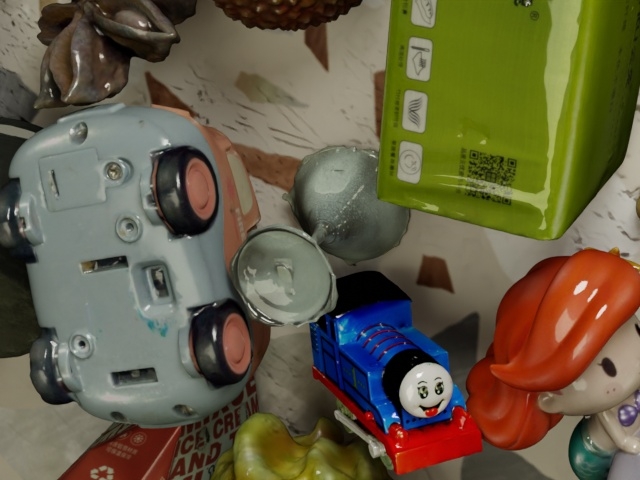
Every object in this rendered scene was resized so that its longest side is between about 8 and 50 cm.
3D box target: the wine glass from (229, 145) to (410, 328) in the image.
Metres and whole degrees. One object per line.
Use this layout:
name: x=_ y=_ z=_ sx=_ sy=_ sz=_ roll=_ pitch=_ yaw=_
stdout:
wine glass: x=0.000 y=0.000 z=1.151 sx=0.122 sy=0.183 sz=0.122 roll=8 pitch=116 yaw=17

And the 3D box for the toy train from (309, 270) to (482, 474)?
toy train: x=0.058 y=0.117 z=1.167 sx=0.082 sy=0.204 sz=0.131 roll=-12 pitch=109 yaw=-18

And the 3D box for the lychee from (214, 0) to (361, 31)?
lychee: x=-0.039 y=-0.251 z=1.076 sx=0.197 sy=0.165 sz=0.165 roll=15 pitch=117 yaw=5

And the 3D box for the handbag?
handbag: x=-0.172 y=0.247 z=1.332 sx=0.151 sy=0.171 sz=0.298 roll=41 pitch=119 yaw=9

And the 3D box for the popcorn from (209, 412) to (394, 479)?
popcorn: x=-0.042 y=0.318 z=1.209 sx=0.325 sy=0.321 sz=0.290 roll=7 pitch=112 yaw=-10

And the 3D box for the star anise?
star anise: x=-0.173 y=-0.199 z=1.162 sx=0.197 sy=0.212 sz=0.073 roll=-32 pitch=127 yaw=18

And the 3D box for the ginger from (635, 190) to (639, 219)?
ginger: x=0.334 y=0.021 z=1.081 sx=0.193 sy=0.052 sz=0.176 roll=43 pitch=127 yaw=5

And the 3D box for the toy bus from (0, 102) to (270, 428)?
toy bus: x=-0.139 y=0.015 z=1.189 sx=0.194 sy=0.232 sz=0.288 roll=-9 pitch=98 yaw=25

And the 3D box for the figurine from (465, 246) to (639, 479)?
figurine: x=0.222 y=0.136 z=1.107 sx=0.181 sy=0.208 sz=0.257 roll=-32 pitch=98 yaw=-2

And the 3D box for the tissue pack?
tissue pack: x=0.154 y=-0.170 z=0.998 sx=0.167 sy=0.200 sz=0.275 roll=15 pitch=117 yaw=21

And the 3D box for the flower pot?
flower pot: x=-0.308 y=0.016 z=1.280 sx=0.235 sy=0.148 sz=0.235 roll=8 pitch=137 yaw=7
